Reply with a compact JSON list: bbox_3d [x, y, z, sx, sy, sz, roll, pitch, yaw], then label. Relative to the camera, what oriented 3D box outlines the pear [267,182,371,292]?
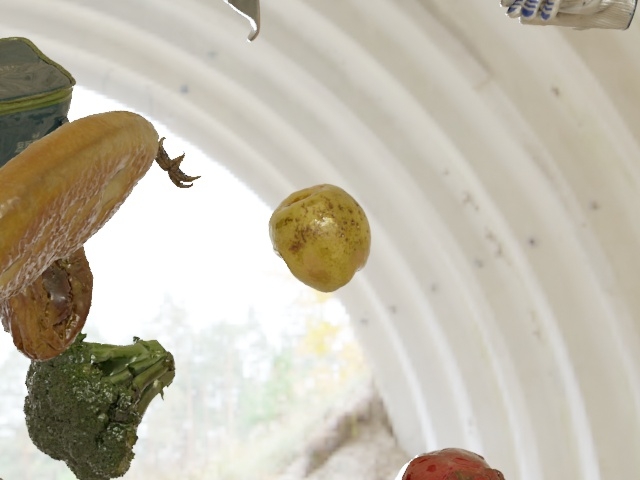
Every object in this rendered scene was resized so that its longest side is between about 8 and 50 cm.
[{"bbox_3d":[0.000,0.000,2.134,0.178,0.178,0.178,-2,-14,0],"label":"pear"}]

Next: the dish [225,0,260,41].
[{"bbox_3d":[-0.163,-0.517,2.680,0.064,0.234,0.154,-7,14,-8],"label":"dish"}]

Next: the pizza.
[{"bbox_3d":[-0.208,-0.024,1.007,0.056,0.271,0.134,34,-39,7],"label":"pizza"}]

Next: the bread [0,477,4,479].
[{"bbox_3d":[-0.411,0.442,1.837,0.152,0.119,0.288,18,-32,52],"label":"bread"}]

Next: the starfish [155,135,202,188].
[{"bbox_3d":[-0.216,-0.111,2.001,0.091,0.028,0.078,32,-35,24],"label":"starfish"}]

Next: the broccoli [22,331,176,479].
[{"bbox_3d":[-0.403,0.277,2.404,0.283,0.304,0.321,-29,-16,-25],"label":"broccoli"}]

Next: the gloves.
[{"bbox_3d":[0.412,-0.393,2.215,0.229,0.097,0.119,-2,-28,-7],"label":"gloves"}]

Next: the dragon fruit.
[{"bbox_3d":[0.165,0.357,1.736,0.172,0.172,0.209,0,7,-8],"label":"dragon fruit"}]

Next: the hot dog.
[{"bbox_3d":[-0.365,0.036,1.671,0.099,0.227,0.160,-27,3,24],"label":"hot dog"}]

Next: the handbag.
[{"bbox_3d":[-0.527,-0.167,2.126,0.263,0.222,0.241,-20,-44,-39],"label":"handbag"}]
